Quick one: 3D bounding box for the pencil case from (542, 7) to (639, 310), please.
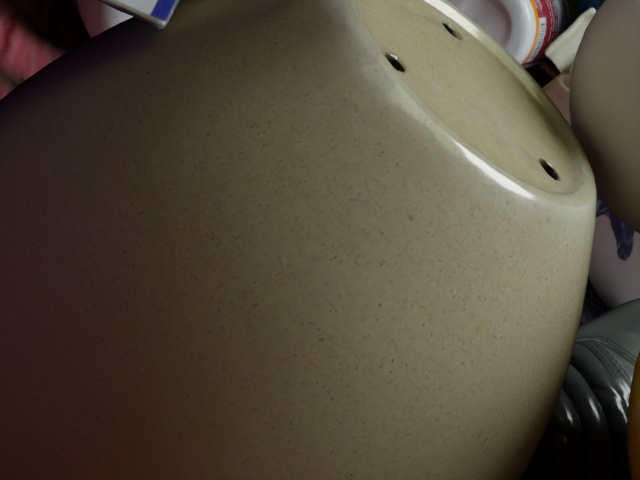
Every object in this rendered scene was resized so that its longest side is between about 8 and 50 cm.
[{"bbox_3d":[0.268,0.045,0.860,0.183,0.160,0.410,19,35,-55],"label":"pencil case"}]

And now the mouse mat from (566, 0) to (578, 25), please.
[{"bbox_3d":[0.280,-0.200,1.291,0.152,0.007,0.189,11,-23,38],"label":"mouse mat"}]

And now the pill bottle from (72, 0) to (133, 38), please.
[{"bbox_3d":[-0.103,-0.231,0.804,0.153,0.153,0.264,13,40,-47],"label":"pill bottle"}]

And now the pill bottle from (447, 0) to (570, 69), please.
[{"bbox_3d":[0.161,-0.185,1.186,0.086,0.086,0.152,49,26,9],"label":"pill bottle"}]

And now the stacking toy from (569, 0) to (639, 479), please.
[{"bbox_3d":[0.226,0.096,0.528,0.350,0.350,0.480,4,52,-53],"label":"stacking toy"}]

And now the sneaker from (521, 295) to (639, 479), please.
[{"bbox_3d":[0.158,0.174,0.663,0.147,0.104,0.296,-10,74,-26],"label":"sneaker"}]

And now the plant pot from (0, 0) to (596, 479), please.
[{"bbox_3d":[0.000,0.000,0.571,0.284,0.191,0.284,34,27,-20],"label":"plant pot"}]

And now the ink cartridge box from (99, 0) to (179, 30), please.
[{"bbox_3d":[-0.225,-0.175,0.561,0.371,0.069,0.176,22,29,-7],"label":"ink cartridge box"}]

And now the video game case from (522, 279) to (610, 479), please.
[{"bbox_3d":[0.148,0.087,0.839,0.196,0.026,0.274,38,26,-11],"label":"video game case"}]

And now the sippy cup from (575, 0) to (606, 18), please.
[{"bbox_3d":[0.305,-0.123,1.127,0.305,0.240,0.224,19,58,3],"label":"sippy cup"}]
